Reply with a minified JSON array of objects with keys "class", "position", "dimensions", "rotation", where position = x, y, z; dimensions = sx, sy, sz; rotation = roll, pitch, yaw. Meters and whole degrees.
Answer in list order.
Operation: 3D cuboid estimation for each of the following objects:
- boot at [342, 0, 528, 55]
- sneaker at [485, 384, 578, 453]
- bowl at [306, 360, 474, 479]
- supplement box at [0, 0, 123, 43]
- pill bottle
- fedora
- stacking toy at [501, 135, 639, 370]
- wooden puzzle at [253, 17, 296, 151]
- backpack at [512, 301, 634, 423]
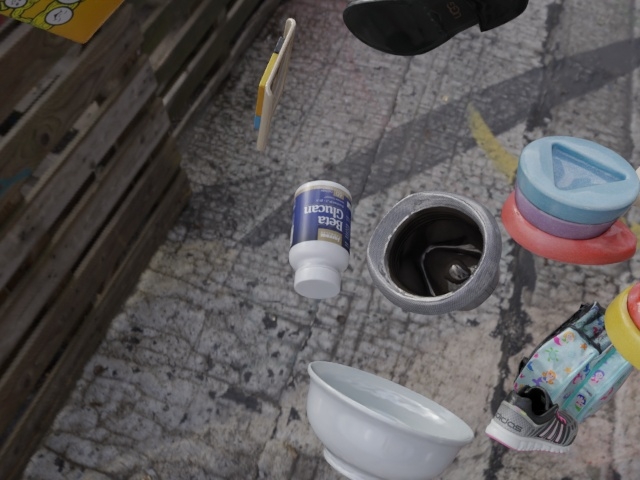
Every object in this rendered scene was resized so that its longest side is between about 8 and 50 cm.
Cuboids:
[{"class":"boot","position":[0.169,-0.352,0.767],"dimensions":[0.262,0.091,0.229],"rotation":[1,60,36]},{"class":"sneaker","position":[0.285,0.226,0.801],"dimensions":[0.170,0.075,0.063],"rotation":[13,13,-36]},{"class":"bowl","position":[0.094,0.323,1.042],"dimensions":[0.297,0.298,0.134],"rotation":[21,91,9]},{"class":"supplement box","position":[-0.233,-0.281,0.328],"dimensions":[0.194,0.356,0.195],"rotation":[-38,81,17]},{"class":"pill bottle","position":[0.000,0.000,0.965],"dimensions":[0.094,0.094,0.170],"rotation":[5,60,-2]},{"class":"fedora","position":[0.233,0.039,1.181],"dimensions":[0.275,0.124,0.244],"rotation":[24,80,47]},{"class":"stacking toy","position":[0.378,-0.028,0.674],"dimensions":[0.279,0.131,0.309],"rotation":[-18,48,-22]},{"class":"wooden puzzle","position":[-0.112,-0.359,1.443],"dimensions":[0.044,0.221,0.239],"rotation":[15,62,-4]},{"class":"backpack","position":[0.555,0.284,1.372],"dimensions":[0.253,0.225,0.191],"rotation":[-23,54,-25]}]
